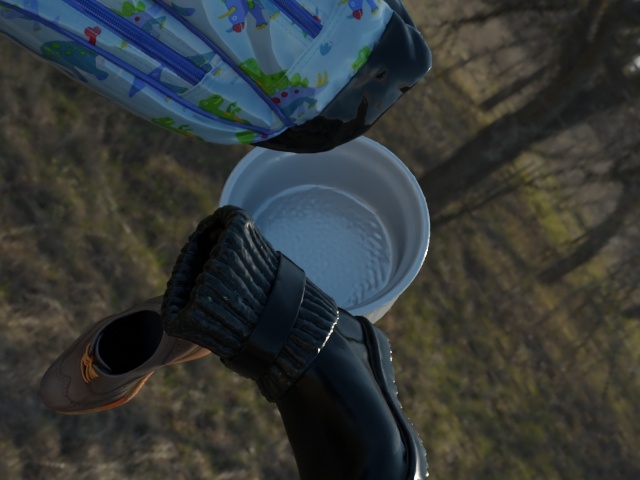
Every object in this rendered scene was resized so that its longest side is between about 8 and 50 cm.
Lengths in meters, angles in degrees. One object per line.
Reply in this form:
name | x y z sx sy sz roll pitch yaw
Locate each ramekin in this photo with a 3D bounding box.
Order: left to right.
ramekin | 0.000 0.000 1.576 0.277 0.277 0.135 62 -14 19

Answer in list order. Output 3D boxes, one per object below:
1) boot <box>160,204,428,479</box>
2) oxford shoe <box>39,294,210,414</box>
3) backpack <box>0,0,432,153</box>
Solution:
boot | -0.037 0.137 1.193 0.260 0.131 0.348 42 17 -28
oxford shoe | -0.308 0.163 1.710 0.133 0.364 0.130 -3 66 -56
backpack | -0.137 -0.214 0.800 0.290 0.273 0.355 44 -6 42
